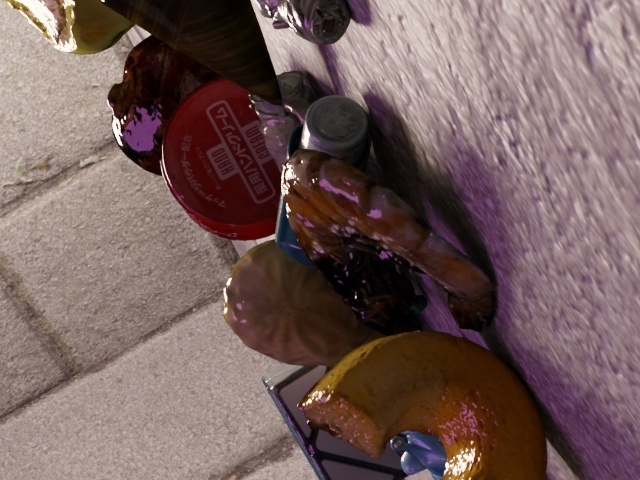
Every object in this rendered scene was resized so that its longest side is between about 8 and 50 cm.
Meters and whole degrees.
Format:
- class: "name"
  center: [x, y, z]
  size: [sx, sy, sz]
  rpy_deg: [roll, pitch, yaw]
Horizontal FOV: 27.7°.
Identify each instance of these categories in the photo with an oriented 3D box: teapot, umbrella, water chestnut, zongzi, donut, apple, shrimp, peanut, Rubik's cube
- class: "teapot"
  center: [-0.006, -0.088, 1.462]
  size: [0.200, 0.077, 0.107]
  rpy_deg: [63, 168, -28]
- class: "umbrella"
  center: [-0.026, -0.214, 1.144]
  size: [0.067, 0.062, 0.143]
  rpy_deg: [22, -164, -44]
- class: "water chestnut"
  center: [-0.193, -0.204, 1.927]
  size: [0.223, 0.238, 0.224]
  rpy_deg: [-169, 90, -83]
- class: "zongzi"
  center: [-0.208, -0.359, 1.421]
  size: [0.432, 0.208, 0.403]
  rpy_deg: [50, -176, -28]
- class: "donut"
  center: [0.123, 0.161, 1.267]
  size: [0.259, 0.152, 0.101]
  rpy_deg: [28, 155, 1]
- class: "apple"
  center: [-0.404, -0.445, 2.151]
  size: [0.279, 0.279, 0.279]
  rpy_deg: [58, 173, 11]
- class: "shrimp"
  center: [0.076, 0.032, 1.247]
  size: [0.233, 0.071, 0.365]
  rpy_deg: [28, 162, 29]
- class: "peanut"
  center: [0.005, 0.085, 1.573]
  size: [0.152, 0.152, 0.313]
  rpy_deg: [56, -163, 27]
- class: "Rubik's cube"
  center: [0.056, 0.230, 1.810]
  size: [0.205, 0.207, 0.205]
  rpy_deg: [60, 175, -2]

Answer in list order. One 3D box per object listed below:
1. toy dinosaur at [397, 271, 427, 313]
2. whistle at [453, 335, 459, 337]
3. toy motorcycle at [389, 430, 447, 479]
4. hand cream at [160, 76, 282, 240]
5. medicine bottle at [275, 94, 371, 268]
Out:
- class: "toy dinosaur"
  center: [0.071, 0.053, 1.481]
  size: [0.096, 0.059, 0.132]
  rpy_deg: [46, -169, -37]
- class: "whistle"
  center: [0.166, 0.154, 1.388]
  size: [0.109, 0.046, 0.057]
  rpy_deg: [43, 148, 49]
- class: "toy motorcycle"
  center: [0.150, 0.245, 1.576]
  size: [0.182, 0.123, 0.272]
  rpy_deg: [50, 174, -9]
- class: "hand cream"
  center: [-0.096, -0.098, 1.594]
  size: [0.193, 0.193, 0.125]
  rpy_deg: [59, 176, 10]
- class: "medicine bottle"
  center: [0.018, -0.050, 1.344]
  size: [0.258, 0.124, 0.079]
  rpy_deg: [98, -178, -60]
